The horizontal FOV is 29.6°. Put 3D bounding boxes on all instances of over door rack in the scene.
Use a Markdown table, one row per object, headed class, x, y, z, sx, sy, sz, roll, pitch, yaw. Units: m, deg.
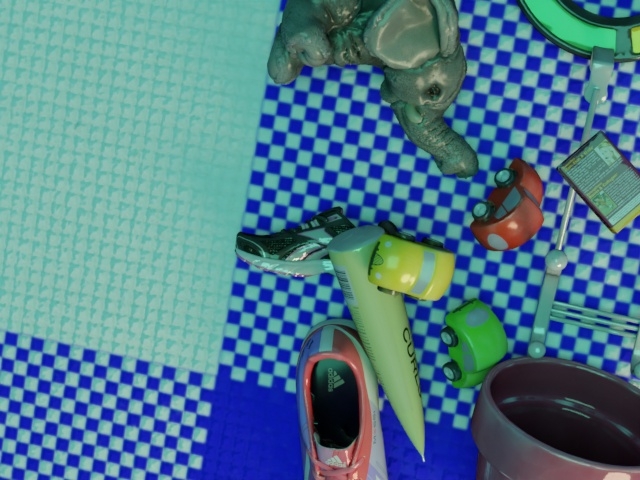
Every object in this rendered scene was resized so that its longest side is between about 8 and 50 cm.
| class | x | y | z | sx | sy | sz | roll | pitch | yaw |
| --- | --- | --- | --- | --- | --- | --- | --- | --- | --- |
| over door rack | 0.348 | -0.011 | 1.189 | 0.239 | 0.108 | 0.324 | 12 | 105 | 7 |

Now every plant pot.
| class | x | y | z | sx | sy | sz | roll | pitch | yaw |
| --- | --- | --- | --- | --- | --- | --- | --- | --- | --- |
| plant pot | 0.238 | 0.242 | 1.220 | 0.201 | 0.201 | 0.180 | 16 | 115 | 7 |

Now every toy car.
| class | x | y | z | sx | sy | sz | roll | pitch | yaw |
| --- | --- | --- | --- | --- | --- | --- | --- | --- | --- |
| toy car | 0.157 | 0.057 | 1.227 | 0.053 | 0.239 | 0.225 | 23 | 132 | 45 |

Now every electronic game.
| class | x | y | z | sx | sy | sz | roll | pitch | yaw |
| --- | --- | --- | --- | --- | --- | --- | --- | --- | --- |
| electronic game | 0.298 | -0.292 | 1.206 | 0.229 | 0.048 | 0.229 | 1 | 98 | 9 |

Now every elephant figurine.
| class | x | y | z | sx | sy | sz | roll | pitch | yaw |
| --- | --- | --- | --- | --- | --- | --- | --- | --- | --- |
| elephant figurine | 0.079 | -0.201 | 1.216 | 0.239 | 0.186 | 0.169 | 17 | 56 | -4 |

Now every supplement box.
| class | x | y | z | sx | sy | sz | roll | pitch | yaw |
| --- | --- | --- | --- | --- | --- | --- | --- | --- | --- |
| supplement box | 0.268 | -0.054 | 1.134 | 0.055 | 0.043 | 0.083 | -41 | 85 | 6 |

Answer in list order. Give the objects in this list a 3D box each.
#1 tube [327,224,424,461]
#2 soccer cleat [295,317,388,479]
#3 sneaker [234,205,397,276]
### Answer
| class | x | y | z | sx | sy | sz | roll | pitch | yaw |
| --- | --- | --- | --- | --- | --- | --- | --- | --- | --- |
| tube | 0.070 | 0.102 | 1.239 | 0.062 | 0.070 | 0.240 | 1 | 116 | 43 |
| soccer cleat | 0.023 | 0.246 | 1.280 | 0.108 | 0.116 | 0.318 | -4 | 96 | 9 |
| sneaker | 0.000 | 0.000 | 1.285 | 0.178 | 0.072 | 0.077 | 7 | 93 | -4 |
